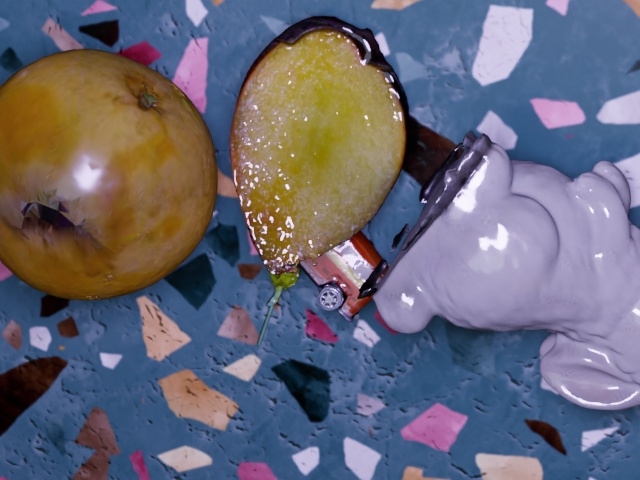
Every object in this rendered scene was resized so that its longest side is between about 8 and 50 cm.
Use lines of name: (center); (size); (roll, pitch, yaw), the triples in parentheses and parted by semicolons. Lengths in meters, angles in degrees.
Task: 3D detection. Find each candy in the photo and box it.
candy: (-0.053, 0.066, 2.037); (0.035, 0.035, 0.123); (1, 125, -30)

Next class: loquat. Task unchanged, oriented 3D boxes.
loquat: (-0.236, -0.069, 1.930); (0.263, 0.263, 0.263); (4, 107, 15)

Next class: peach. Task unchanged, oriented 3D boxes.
peach: (-0.010, -0.092, 1.920); (0.189, 0.068, 0.279); (23, 78, -9)

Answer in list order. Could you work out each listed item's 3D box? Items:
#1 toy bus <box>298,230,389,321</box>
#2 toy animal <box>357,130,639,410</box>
toy bus: (0.000, 0.000, 1.977); (0.077, 0.079, 0.174); (-40, 92, 14)
toy animal: (0.249, 0.049, 1.869); (0.357, 0.194, 0.258); (35, 102, -5)
